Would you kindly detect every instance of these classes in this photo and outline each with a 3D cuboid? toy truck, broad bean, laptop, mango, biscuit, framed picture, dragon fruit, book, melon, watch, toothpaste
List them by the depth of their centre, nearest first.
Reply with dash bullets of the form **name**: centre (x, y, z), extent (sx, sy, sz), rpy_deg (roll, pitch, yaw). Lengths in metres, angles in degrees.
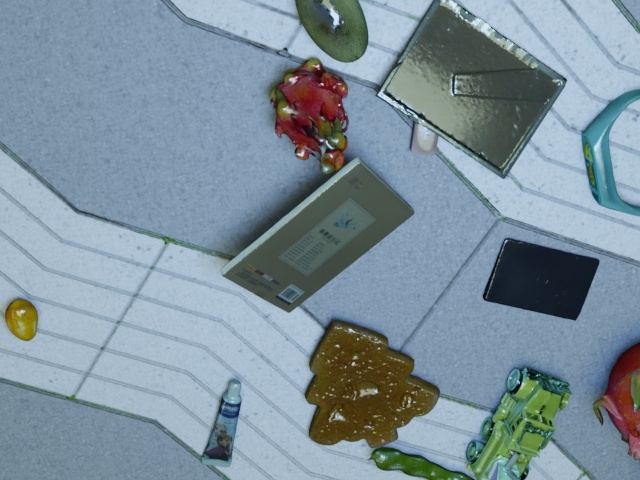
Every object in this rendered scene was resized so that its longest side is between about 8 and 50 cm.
- **melon**: centre (0.020, -0.363, 1.346), extent (0.099, 0.099, 0.162), rpy_deg (-28, 113, 9)
- **dragon fruit**: centre (-0.009, -0.200, 1.390), extent (0.133, 0.208, 0.150), rpy_deg (-27, 154, 22)
- **framed picture**: centre (0.262, -0.261, 1.417), extent (0.281, 0.019, 0.209), rpy_deg (32, 96, -13)
- **book**: centre (0.000, 0.000, 1.464), extent (0.310, 0.021, 0.217), rpy_deg (-39, 142, 12)
- **watch**: centre (0.570, -0.147, 1.469), extent (0.195, 0.068, 0.237), rpy_deg (-15, 107, 1)
- **mango**: centre (-0.559, 0.151, 1.551), extent (0.060, 0.046, 0.089), rpy_deg (-8, 116, 0)
- **dragon fruit**: centre (0.648, 0.303, 1.569), extent (0.224, 0.224, 0.227), rpy_deg (22, 103, -10)
- **laptop**: centre (0.420, 0.074, 1.575), extent (0.197, 0.016, 0.135), rpy_deg (13, 109, -9)
- **biscuit**: centre (0.085, 0.277, 1.622), extent (0.278, 0.043, 0.301), rpy_deg (-15, 113, 6)
- **toy truck**: centre (0.402, 0.387, 1.631), extent (0.128, 0.135, 0.260), rpy_deg (21, 106, -10)
- **toothpaste**: centre (-0.190, 0.370, 1.656), extent (0.062, 0.037, 0.216), rpy_deg (12, 115, -8)
- **broad bean**: centre (0.213, 0.472, 1.695), extent (0.256, 0.053, 0.052), rpy_deg (22, 95, -15)

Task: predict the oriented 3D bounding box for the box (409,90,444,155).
- **box**: centre (0.187, -0.207, 1.450), extent (0.048, 0.025, 0.115), rpy_deg (5, 110, -6)
